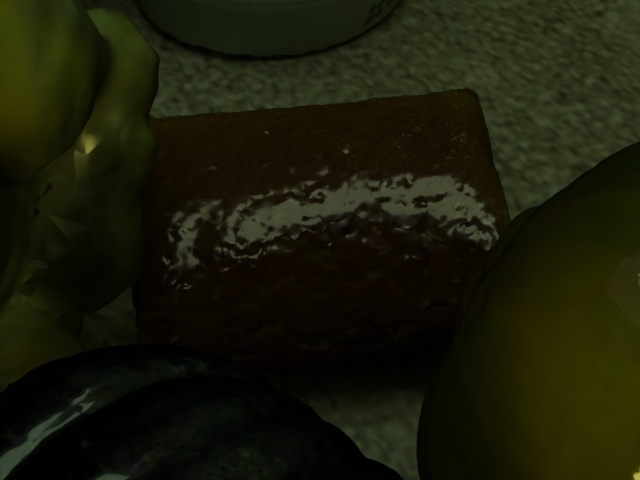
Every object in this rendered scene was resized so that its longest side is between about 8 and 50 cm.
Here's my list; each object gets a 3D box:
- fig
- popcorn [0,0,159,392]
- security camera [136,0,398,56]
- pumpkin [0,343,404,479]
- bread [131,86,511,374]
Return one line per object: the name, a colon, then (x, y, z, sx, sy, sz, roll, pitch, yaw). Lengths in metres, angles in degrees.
fig: (0.156, 0.068, 0.502, 0.230, 0.207, 0.207, 20, 45, 1)
popcorn: (-0.211, -0.036, 0.570, 0.312, 0.312, 0.312, -2, 42, 2)
security camera: (-0.036, -0.252, 0.838, 0.195, 0.236, 0.194, -1, 45, 1)
pumpkin: (-0.045, 0.136, 0.428, 0.220, 0.220, 0.162, 29, 49, 31)
bread: (0.000, 0.000, 0.654, 0.172, 0.103, 0.132, -6, 46, -1)
